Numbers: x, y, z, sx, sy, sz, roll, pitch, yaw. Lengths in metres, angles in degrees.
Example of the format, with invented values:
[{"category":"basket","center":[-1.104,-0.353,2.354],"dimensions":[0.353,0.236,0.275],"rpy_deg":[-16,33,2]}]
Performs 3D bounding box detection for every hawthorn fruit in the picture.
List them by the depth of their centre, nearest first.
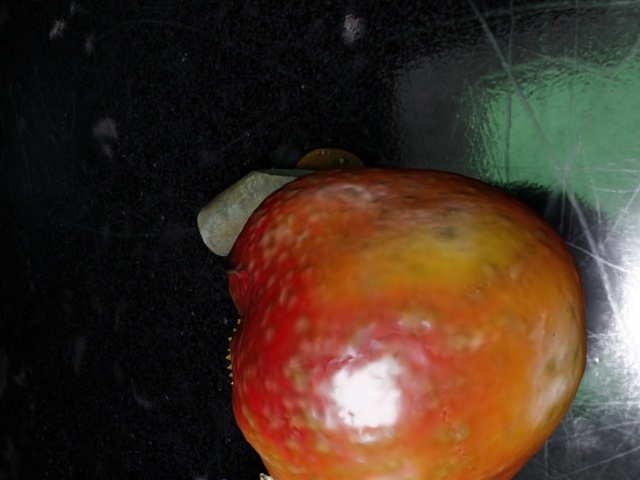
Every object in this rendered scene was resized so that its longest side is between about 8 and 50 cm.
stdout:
[{"category":"hawthorn fruit","center":[0.098,0.092,0.579],"dimensions":[0.402,0.402,0.403],"rpy_deg":[3,95,36]}]

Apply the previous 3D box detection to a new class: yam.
[{"category":"yam","center":[-0.079,-0.057,0.793],"dimensions":[0.259,0.106,0.106],"rpy_deg":[-25,79,35]}]

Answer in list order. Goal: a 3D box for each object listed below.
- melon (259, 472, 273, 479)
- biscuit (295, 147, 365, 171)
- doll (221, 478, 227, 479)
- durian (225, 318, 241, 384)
[{"category":"melon","center":[-0.045,0.496,0.770],"dimensions":[0.272,0.271,0.308],"rpy_deg":[57,143,19]},{"category":"biscuit","center":[0.000,0.000,0.827],"dimensions":[0.208,0.041,0.290],"rpy_deg":[25,108,33]},{"category":"doll","center":[-0.167,0.517,0.977],"dimensions":[0.098,0.057,0.143],"rpy_deg":[-16,83,14]},{"category":"durian","center":[-0.079,0.207,0.825],"dimensions":[0.183,0.138,0.250],"rpy_deg":[3,118,25]}]
